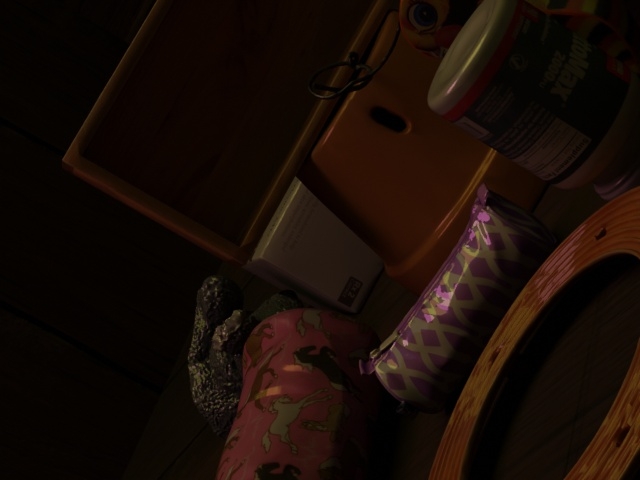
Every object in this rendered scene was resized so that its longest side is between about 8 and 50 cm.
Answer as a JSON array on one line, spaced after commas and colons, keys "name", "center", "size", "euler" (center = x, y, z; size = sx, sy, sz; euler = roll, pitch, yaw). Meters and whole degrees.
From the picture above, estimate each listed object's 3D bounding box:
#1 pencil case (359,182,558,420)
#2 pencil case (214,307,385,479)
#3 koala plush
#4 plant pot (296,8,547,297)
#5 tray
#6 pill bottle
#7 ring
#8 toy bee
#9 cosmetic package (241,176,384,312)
[{"name": "pencil case", "center": [0.120, 0.055, 1.152], "size": [0.206, 0.088, 0.086], "euler": [-56, 12, 15]}, {"name": "pencil case", "center": [-0.037, 0.231, 1.244], "size": [0.386, 0.167, 0.160], "euler": [-71, -19, -50]}, {"name": "koala plush", "center": [-0.059, 0.140, 1.597], "size": [0.221, 0.196, 0.203], "euler": [142, 145, -66]}, {"name": "plant pot", "center": [0.106, -0.106, 1.372], "size": [0.291, 0.203, 0.291], "euler": [-58, 8, 13]}, {"name": "tray", "center": [-0.068, -0.201, 1.326], "size": [0.411, 0.203, 0.076], "euler": [-61, 8, -10]}, {"name": "pill bottle", "center": [0.184, -0.102, 1.007], "size": [0.108, 0.180, 0.108], "euler": [-57, 10, 15]}, {"name": "ring", "center": [0.168, 0.109, 0.907], "size": [0.336, 0.032, 0.336], "euler": [-58, 10, 16]}, {"name": "toy bee", "center": [0.133, -0.193, 1.146], "size": [0.195, 0.298, 0.162], "euler": [-102, 2, -52]}, {"name": "cosmetic package", "center": [0.000, 0.000, 1.765], "size": [0.151, 0.151, 0.183], "euler": [-62, 10, -10]}]
